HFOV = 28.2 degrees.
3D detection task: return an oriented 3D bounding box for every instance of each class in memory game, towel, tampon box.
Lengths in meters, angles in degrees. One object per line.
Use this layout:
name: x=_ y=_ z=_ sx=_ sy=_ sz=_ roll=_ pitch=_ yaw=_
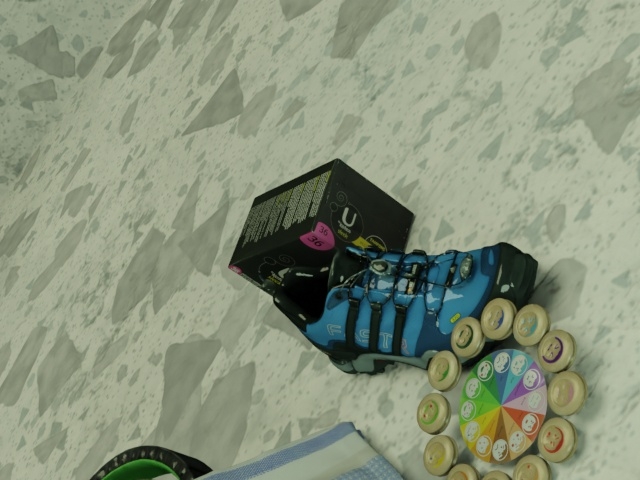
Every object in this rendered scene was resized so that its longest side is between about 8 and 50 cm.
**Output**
memory game: x=0.149 y=0.140 z=1.078 sx=0.186 sy=0.012 sz=0.186 roll=-24 pitch=57 yaw=43
towel: x=-0.007 y=0.254 z=1.112 sx=0.209 sy=0.034 sz=0.285 roll=-19 pitch=23 yaw=-16
tampon box: x=0.000 y=0.000 z=1.421 sx=0.161 sy=0.120 sz=0.101 roll=-22 pitch=42 yaw=49

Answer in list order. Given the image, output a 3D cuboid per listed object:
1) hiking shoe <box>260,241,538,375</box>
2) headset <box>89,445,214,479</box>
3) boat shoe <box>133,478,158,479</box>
hiking shoe: x=0.070 y=0.059 z=1.222 sx=0.304 sy=0.132 sz=0.113 roll=-23 pitch=42 yaw=48
headset: x=-0.169 y=0.362 z=1.225 sx=0.243 sy=0.185 sz=0.394 roll=-52 pitch=43 yaw=10
boat shoe: x=-0.221 y=0.322 z=1.113 sx=0.355 sy=0.132 sz=0.130 roll=-37 pitch=38 yaw=39
